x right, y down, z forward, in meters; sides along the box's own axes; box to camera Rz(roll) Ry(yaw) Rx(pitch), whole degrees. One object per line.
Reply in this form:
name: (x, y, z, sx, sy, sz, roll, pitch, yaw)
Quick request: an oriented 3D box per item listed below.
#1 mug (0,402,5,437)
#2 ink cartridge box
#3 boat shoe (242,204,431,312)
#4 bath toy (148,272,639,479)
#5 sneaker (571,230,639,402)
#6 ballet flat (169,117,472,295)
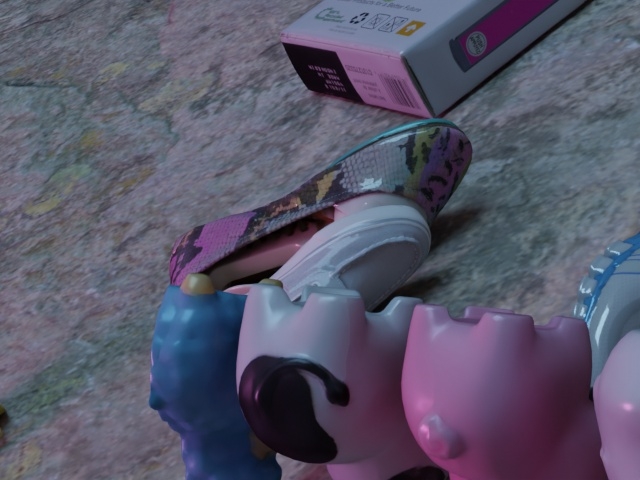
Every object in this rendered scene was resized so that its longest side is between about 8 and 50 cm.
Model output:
mug: (-0.248, 0.111, 1.284, 0.064, 0.062, 0.078, -42, 21, -10)
ink cartridge box: (0.158, -0.228, 1.493, 0.371, 0.069, 0.176, -40, 27, -18)
boat shoe: (-0.010, 0.047, 1.164, 0.184, 0.066, 0.063, -28, 40, -4)
bath toy: (0.074, 0.093, 0.925, 0.348, 0.129, 0.151, 5, -1, 43)
sneaker: (0.196, 0.020, 1.002, 0.083, 0.071, 0.190, 5, 41, 40)
ballet flat: (0.000, 0.000, 1.239, 0.222, 0.077, 0.079, -23, 44, 22)
